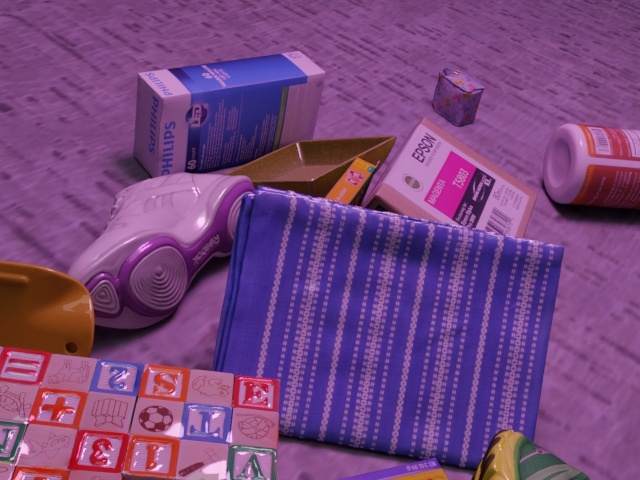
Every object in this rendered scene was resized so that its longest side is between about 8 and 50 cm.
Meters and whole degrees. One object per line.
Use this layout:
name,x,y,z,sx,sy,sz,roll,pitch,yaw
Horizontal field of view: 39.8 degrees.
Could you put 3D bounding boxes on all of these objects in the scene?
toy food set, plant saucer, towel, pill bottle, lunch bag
toy food set,-0.326,0.074,0.872,0.217,0.128,0.071,9,9,-3
plant saucer,-0.018,-0.089,1.183,0.188,0.045,0.188,3,24,42
towel,0.067,0.089,0.886,0.336,0.243,0.040,11,-5,-2
pill bottle,0.458,-0.108,1.331,0.216,0.121,0.121,4,37,-12
lunch bag,0.228,-0.245,1.490,0.053,0.071,0.083,-20,46,-35

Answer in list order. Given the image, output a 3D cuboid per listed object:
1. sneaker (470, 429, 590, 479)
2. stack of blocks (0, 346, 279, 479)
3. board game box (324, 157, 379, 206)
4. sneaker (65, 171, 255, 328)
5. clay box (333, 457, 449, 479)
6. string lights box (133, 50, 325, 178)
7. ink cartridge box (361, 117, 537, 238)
sneaker,0.169,0.262,0.674,0.123,0.109,0.295,16,34,6
stack of blocks,-0.188,0.193,0.766,0.297,0.087,0.171,7,36,-7
board game box,0.000,0.000,1.047,0.039,0.124,0.259,30,38,9
sneaker,-0.203,0.004,1.023,0.152,0.114,0.305,13,29,25
clay box,0.090,0.294,0.740,0.127,0.053,0.222,-6,39,-25
string lights box,-0.127,-0.178,1.244,0.259,0.133,0.077,-15,45,-33
ink cartridge box,0.161,-0.033,1.130,0.193,0.088,0.235,35,38,-1
